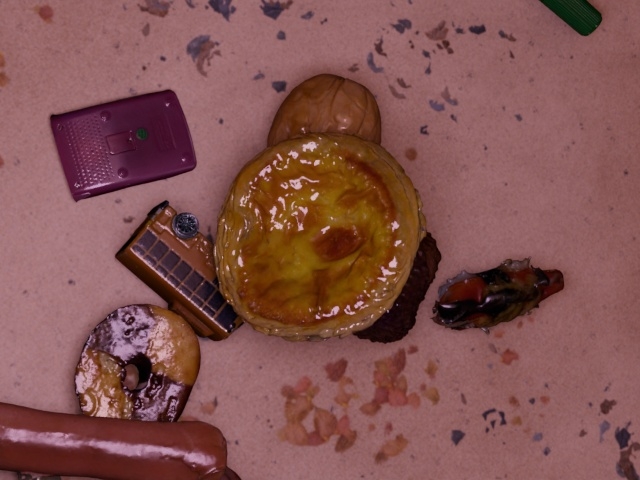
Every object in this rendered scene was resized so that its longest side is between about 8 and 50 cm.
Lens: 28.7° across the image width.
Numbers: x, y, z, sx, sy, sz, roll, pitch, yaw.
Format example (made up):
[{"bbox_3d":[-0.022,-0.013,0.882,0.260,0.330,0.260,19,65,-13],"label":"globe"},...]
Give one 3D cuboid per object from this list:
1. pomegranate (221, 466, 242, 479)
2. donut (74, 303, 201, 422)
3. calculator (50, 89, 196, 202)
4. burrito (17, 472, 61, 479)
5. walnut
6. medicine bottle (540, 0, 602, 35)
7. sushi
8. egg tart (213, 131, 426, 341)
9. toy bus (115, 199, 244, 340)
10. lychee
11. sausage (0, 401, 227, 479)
[{"bbox_3d":[-0.124,0.389,1.668,0.214,0.214,0.248,-11,51,-21],"label":"pomegranate"},{"bbox_3d":[-0.252,0.177,1.694,0.166,0.073,0.184,11,81,-19],"label":"donut"},{"bbox_3d":[-0.272,-0.137,1.746,0.191,0.034,0.126,-17,88,-22],"label":"calculator"},{"bbox_3d":[-0.368,0.324,1.648,0.058,0.045,0.188,-16,90,-19],"label":"burrito"},{"bbox_3d":[0.004,-0.138,1.786,0.159,0.159,0.206,17,82,-18],"label":"walnut"},{"bbox_3d":[0.341,-0.423,1.990,0.260,0.064,0.095,39,72,-13],"label":"medicine bottle"},{"bbox_3d":[0.260,0.082,1.880,0.226,0.097,0.103,-11,46,-17],"label":"sushi"},{"bbox_3d":[0.000,0.000,1.661,0.295,0.116,0.294,-4,75,14],"label":"egg tart"},{"bbox_3d":[-0.175,0.048,1.724,0.201,0.098,0.114,42,72,-11],"label":"toy bus"},{"bbox_3d":[0.072,0.042,1.781,0.188,0.188,0.188,2,83,-20],"label":"lychee"},{"bbox_3d":[-0.327,0.256,1.594,0.419,0.094,0.094,9,47,-7],"label":"sausage"}]
